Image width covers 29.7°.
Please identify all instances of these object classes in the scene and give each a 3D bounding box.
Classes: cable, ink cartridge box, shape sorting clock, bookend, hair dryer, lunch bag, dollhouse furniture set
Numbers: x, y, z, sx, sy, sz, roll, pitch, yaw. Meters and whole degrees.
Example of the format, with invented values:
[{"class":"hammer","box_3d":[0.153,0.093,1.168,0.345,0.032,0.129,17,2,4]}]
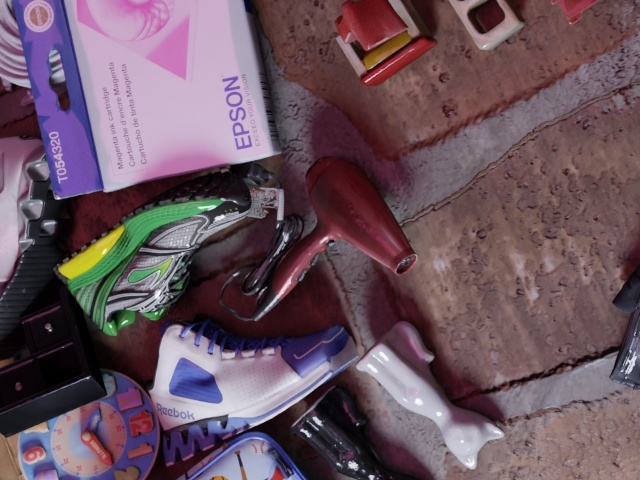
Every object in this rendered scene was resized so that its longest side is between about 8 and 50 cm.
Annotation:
[{"class":"cable","box_3d":[-0.390,-0.342,1.710,0.257,0.089,0.257,-17,88,22]},{"class":"ink cartridge box","box_3d":[-0.244,-0.238,1.601,0.330,0.071,0.324,-12,93,8]},{"class":"shape sorting clock","box_3d":[-0.327,0.279,1.699,0.206,0.040,0.206,-1,66,1]},{"class":"bookend","box_3d":[-0.402,0.171,1.708,0.156,0.072,0.157,-22,58,-1]},{"class":"hair dryer","box_3d":[0.000,0.000,1.594,0.293,0.080,0.224,3,91,34]},{"class":"lunch bag","box_3d":[-0.116,0.413,1.590,0.303,0.115,0.243,-35,82,-15]},{"class":"dollhouse furniture set","box_3d":[0.189,-0.288,1.431,0.374,0.201,0.152,-34,82,20]}]

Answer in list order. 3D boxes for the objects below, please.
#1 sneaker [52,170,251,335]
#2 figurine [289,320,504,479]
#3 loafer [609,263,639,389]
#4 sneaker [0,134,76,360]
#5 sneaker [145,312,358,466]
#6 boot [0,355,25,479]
[{"class":"sneaker","box_3d":[-0.210,0.017,1.654,0.343,0.134,0.146,-31,93,36]},{"class":"figurine","box_3d":[0.105,0.248,1.579,0.209,0.092,0.215,45,107,4]},{"class":"loafer","box_3d":[0.391,0.072,1.450,0.078,0.076,0.223,6,101,13]},{"class":"sneaker","box_3d":[-0.454,0.006,1.760,0.146,0.122,0.331,18,96,29]},{"class":"sneaker","box_3d":[-0.125,0.167,1.631,0.315,0.127,0.182,-30,86,22]},{"class":"boot","box_3d":[-0.425,0.263,1.778,0.236,0.089,0.270,-28,80,14]}]
